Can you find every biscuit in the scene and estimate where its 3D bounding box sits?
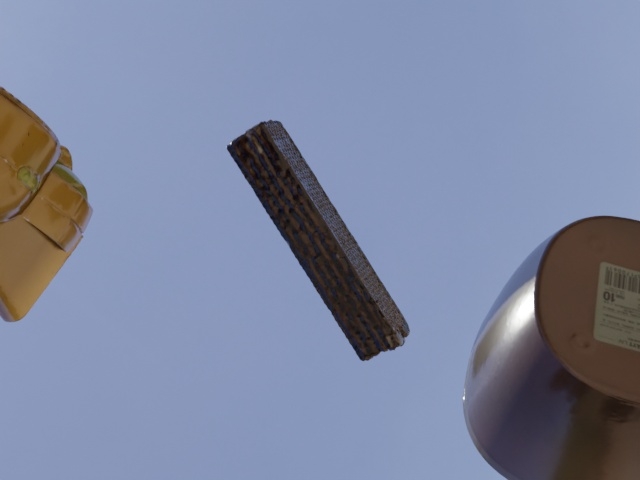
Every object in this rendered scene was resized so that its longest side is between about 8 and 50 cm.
[{"bbox_3d":[0.000,0.000,1.607,0.388,0.073,0.107,57,-165,1],"label":"biscuit"}]

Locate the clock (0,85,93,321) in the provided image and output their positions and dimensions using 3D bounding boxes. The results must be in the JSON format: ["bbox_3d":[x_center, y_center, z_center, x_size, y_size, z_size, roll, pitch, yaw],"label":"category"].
[{"bbox_3d":[-0.379,-0.077,1.104,0.317,0.244,0.200,85,-150,-70],"label":"clock"}]

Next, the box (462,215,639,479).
[{"bbox_3d":[0.320,0.126,1.230,0.301,0.301,0.216,-51,-16,-36],"label":"box"}]
